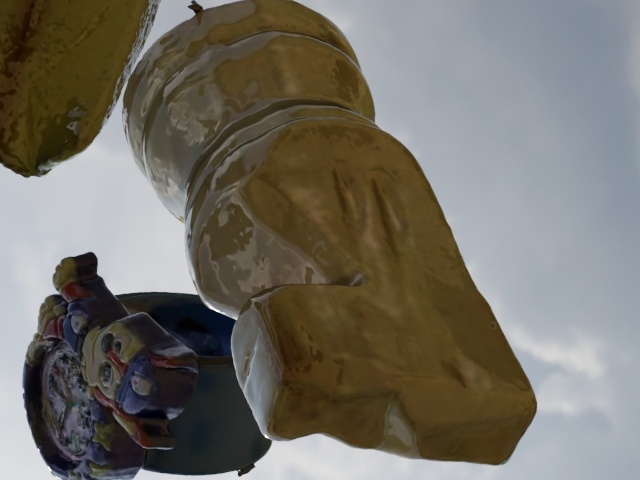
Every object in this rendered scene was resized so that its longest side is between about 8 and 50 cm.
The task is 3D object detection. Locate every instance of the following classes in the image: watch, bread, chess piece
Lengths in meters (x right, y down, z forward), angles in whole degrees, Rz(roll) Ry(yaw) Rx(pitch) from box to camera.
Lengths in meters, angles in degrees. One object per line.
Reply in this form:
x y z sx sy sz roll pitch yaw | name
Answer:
-0.119 0.109 1.296 0.200 0.196 0.171 -6 -59 -42 | watch
-0.250 -0.250 1.433 0.361 0.233 0.245 -86 13 -53 | bread
0.000 0.000 0.798 0.137 0.137 0.301 51 -174 -40 | chess piece
